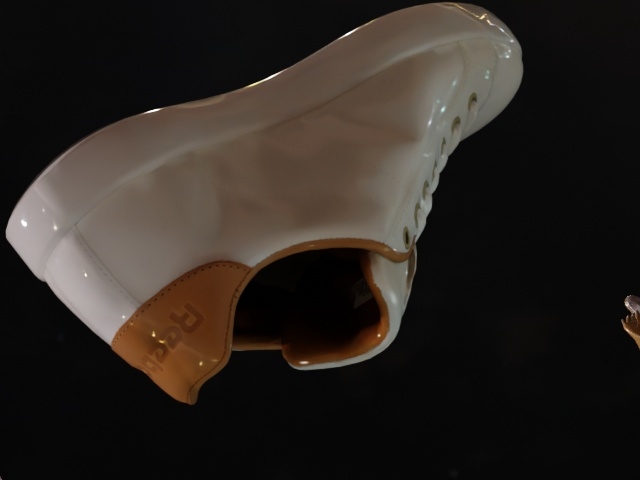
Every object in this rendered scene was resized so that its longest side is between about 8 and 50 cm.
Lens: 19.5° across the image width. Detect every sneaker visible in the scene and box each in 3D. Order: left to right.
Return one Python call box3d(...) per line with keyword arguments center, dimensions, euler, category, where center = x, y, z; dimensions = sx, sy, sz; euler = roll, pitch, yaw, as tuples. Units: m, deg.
box3d(center=(0.009, -0.010, 0.779), dimensions=(0.290, 0.106, 0.123), euler=(-28, -108, -44), category="sneaker")

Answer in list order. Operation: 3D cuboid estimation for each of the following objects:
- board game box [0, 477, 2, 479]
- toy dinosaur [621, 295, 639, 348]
box3d(center=(-0.226, 0.229, 0.882), dimensions=(0.064, 0.317, 0.242), euler=(4, -146, 47), category="board game box")
box3d(center=(0.276, 0.111, 1.422), dimensions=(0.064, 0.112, 0.211), euler=(-13, -133, 11), category="toy dinosaur")
